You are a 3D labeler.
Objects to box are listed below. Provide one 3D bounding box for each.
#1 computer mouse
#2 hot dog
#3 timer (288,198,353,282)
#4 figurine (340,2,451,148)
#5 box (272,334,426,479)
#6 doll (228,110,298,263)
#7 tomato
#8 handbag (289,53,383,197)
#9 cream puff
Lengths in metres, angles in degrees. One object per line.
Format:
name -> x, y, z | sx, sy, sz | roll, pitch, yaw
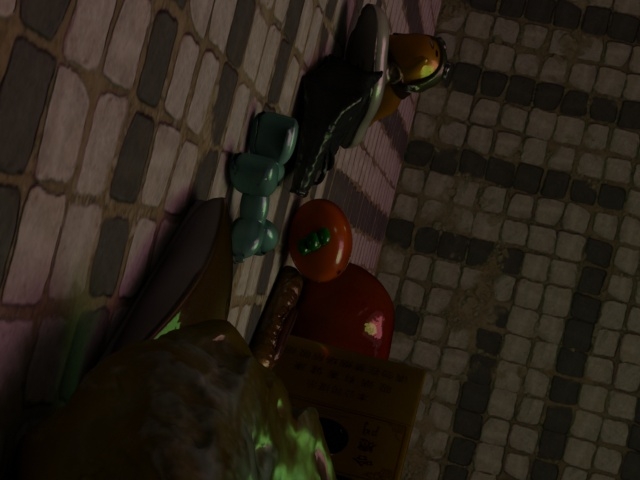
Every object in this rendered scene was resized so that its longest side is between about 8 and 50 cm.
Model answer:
computer mouse -> -0.135, 0.086, 1.129 | 0.310, 0.072, 0.158 | -66, 165, -50
hot dog -> -0.065, 0.128, 1.792 | 0.066, 0.047, 0.216 | 100, 8, -45
timer -> 0.000, 0.000, 1.821 | 0.136, 0.099, 0.136 | -14, 90, -87
figurine -> 0.119, -0.255, 1.905 | 0.250, 0.141, 0.166 | 110, -24, -47
box -> -0.003, 0.326, 1.785 | 0.415, 0.264, 0.116 | -64, 167, -56
doll -> -0.072, -0.050, 1.375 | 0.158, 0.059, 0.159 | 96, 10, -45
tomato -> 0.041, 0.161, 2.132 | 0.260, 0.180, 0.260 | 12, 90, -84
handbag -> 0.012, -0.168, 1.731 | 0.270, 0.088, 0.175 | -57, 167, -68
cream puff -> -0.129, 0.266, 0.895 | 0.378, 0.275, 0.378 | -15, 90, -73
